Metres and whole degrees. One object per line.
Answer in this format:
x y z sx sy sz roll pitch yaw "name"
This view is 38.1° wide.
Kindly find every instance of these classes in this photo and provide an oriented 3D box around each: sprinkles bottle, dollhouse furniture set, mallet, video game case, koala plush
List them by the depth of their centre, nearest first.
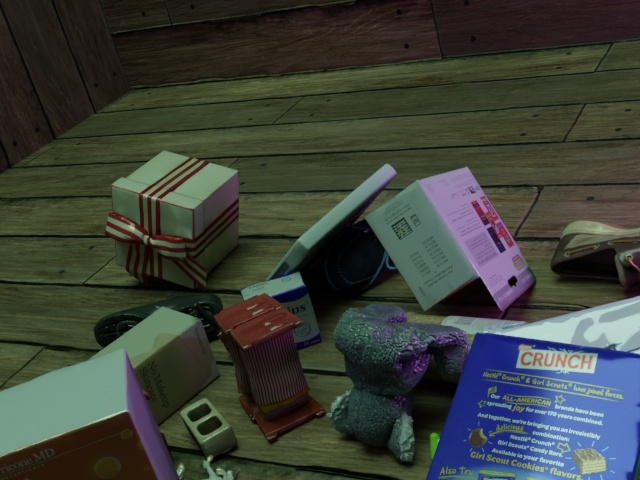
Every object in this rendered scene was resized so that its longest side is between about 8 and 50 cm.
0.099 0.232 1.497 0.196 0.221 0.203 18 11 38 "koala plush"
0.298 0.190 1.555 0.355 0.121 0.121 2 31 34 "sprinkles bottle"
-0.199 0.268 1.590 0.374 0.201 0.152 -25 27 -19 "dollhouse furniture set"
-0.188 0.175 1.805 0.062 0.190 0.039 17 67 35 "mallet"
0.000 0.000 1.987 0.329 0.036 0.300 -42 -5 -40 "video game case"

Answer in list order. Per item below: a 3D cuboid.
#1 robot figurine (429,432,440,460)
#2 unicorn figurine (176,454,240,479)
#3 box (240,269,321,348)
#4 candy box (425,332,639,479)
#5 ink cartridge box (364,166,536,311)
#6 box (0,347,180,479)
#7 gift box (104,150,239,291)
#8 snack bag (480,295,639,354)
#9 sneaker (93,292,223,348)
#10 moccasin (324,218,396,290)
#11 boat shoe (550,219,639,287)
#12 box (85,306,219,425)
0.215 0.315 1.414 0.101 0.067 0.115 -4 28 21 "robot figurine"
-0.188 0.397 1.506 0.162 0.060 0.111 -32 26 5 "unicorn figurine"
-0.078 0.148 1.832 0.126 0.137 0.072 -18 27 -4 "box"
0.297 0.295 1.221 0.268 0.122 0.317 5 59 35 "candy box"
0.256 0.017 1.746 0.130 0.272 0.309 -35 -8 26 "ink cartridge box"
-0.316 0.362 1.306 0.215 0.345 0.168 -19 26 -6 "box"
-0.341 -0.029 2.223 0.255 0.276 0.258 12 32 22 "gift box"
0.427 0.230 1.342 0.323 0.037 0.343 -14 52 6 "snack bag"
-0.341 0.176 1.993 0.286 0.109 0.130 -8 16 1 "sneaker"
0.143 -0.010 2.008 0.117 0.138 0.342 -11 22 48 "moccasin"
0.584 0.042 1.708 0.342 0.123 0.123 9 49 41 "boat shoe"
-0.352 0.271 1.740 0.121 0.148 0.311 11 38 42 "box"
